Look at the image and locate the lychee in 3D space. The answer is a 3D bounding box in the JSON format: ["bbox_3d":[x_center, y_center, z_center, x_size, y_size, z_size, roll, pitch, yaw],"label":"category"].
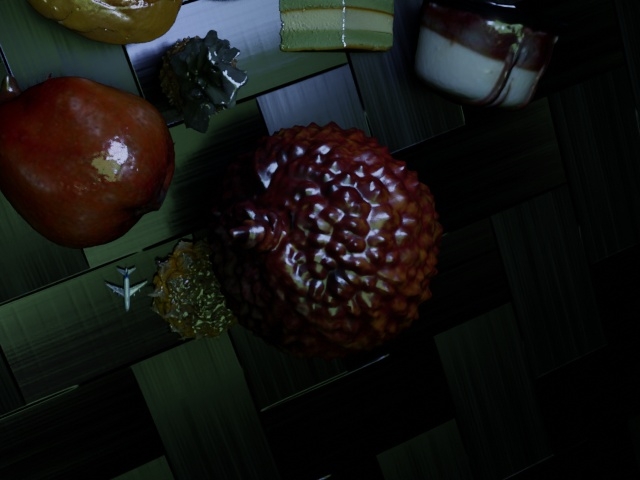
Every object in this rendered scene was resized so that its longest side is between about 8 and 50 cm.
[{"bbox_3d":[0.000,0.000,1.534,0.425,0.500,0.424,0,90,24],"label":"lychee"}]

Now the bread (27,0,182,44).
[{"bbox_3d":[-0.367,-0.432,1.501,0.270,0.143,0.195,12,95,-19],"label":"bread"}]

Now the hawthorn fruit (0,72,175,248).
[{"bbox_3d":[-0.400,-0.127,1.485,0.311,0.295,0.295,11,97,-18],"label":"hawthorn fruit"}]

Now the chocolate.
[{"bbox_3d":[0.306,-0.341,1.677,0.284,0.283,0.186,7,100,-19],"label":"chocolate"}]

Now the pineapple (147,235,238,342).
[{"bbox_3d":[-0.218,0.098,1.688,0.225,0.076,0.224,-3,100,-19],"label":"pineapple"}]

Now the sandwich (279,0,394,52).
[{"bbox_3d":[0.035,-0.418,1.704,0.187,0.144,0.117,-14,108,-52],"label":"sandwich"}]

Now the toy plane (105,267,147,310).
[{"bbox_3d":[-0.362,0.090,1.665,0.078,0.024,0.084,-3,108,-23],"label":"toy plane"}]

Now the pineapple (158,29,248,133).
[{"bbox_3d":[-0.191,-0.267,1.500,0.141,0.310,0.170,12,97,-18],"label":"pineapple"}]
